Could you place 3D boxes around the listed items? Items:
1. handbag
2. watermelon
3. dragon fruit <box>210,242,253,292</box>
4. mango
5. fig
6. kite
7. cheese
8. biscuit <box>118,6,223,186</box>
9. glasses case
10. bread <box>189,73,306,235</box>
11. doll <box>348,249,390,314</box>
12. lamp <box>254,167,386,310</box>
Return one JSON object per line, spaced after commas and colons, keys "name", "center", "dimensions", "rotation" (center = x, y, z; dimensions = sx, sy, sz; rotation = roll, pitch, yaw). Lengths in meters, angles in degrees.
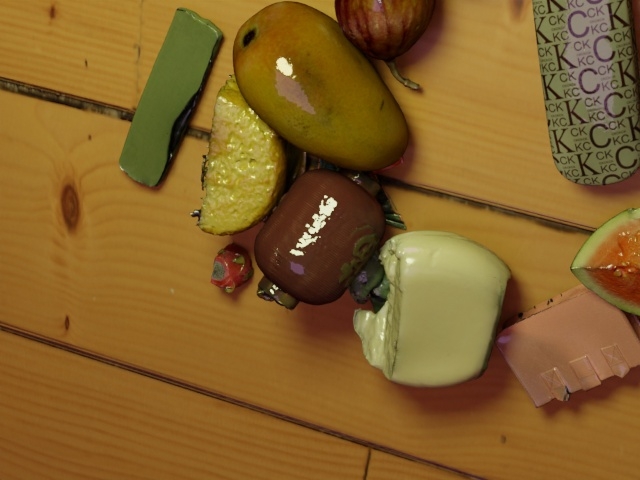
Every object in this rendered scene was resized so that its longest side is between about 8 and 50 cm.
{"name": "handbag", "center": [0.399, 0.164, 1.896], "dimensions": [0.213, 0.059, 0.157], "rotation": [-29, 96, 30]}
{"name": "watermelon", "center": [0.467, 0.033, 1.786], "dimensions": [0.145, 0.137, 0.192], "rotation": [-3, 92, 38]}
{"name": "dragon fruit", "center": [-0.151, 0.054, 2.074], "dimensions": [0.060, 0.056, 0.083], "rotation": [22, 115, 14]}
{"name": "mango", "center": [0.005, -0.223, 1.819], "dimensions": [0.317, 0.211, 0.173], "rotation": [41, 120, -10]}
{"name": "fig", "center": [0.090, -0.335, 1.777], "dimensions": [0.202, 0.148, 0.149], "rotation": [115, 143, -53]}
{"name": "kite", "center": [0.052, -0.108, 1.953], "dimensions": [0.183, 0.014, 0.241], "rotation": [-23, 100, 27]}
{"name": "cheese", "center": [0.175, 0.109, 1.895], "dimensions": [0.233, 0.127, 0.266], "rotation": [7, 116, -2]}
{"name": "biscuit", "center": [-0.252, -0.233, 2.010], "dimensions": [0.099, 0.038, 0.322], "rotation": [32, 119, 11]}
{"name": "glasses case", "center": [0.385, -0.250, 1.720], "dimensions": [0.137, 0.085, 0.354], "rotation": [-3, 109, 22]}
{"name": "bread", "center": [-0.104, -0.126, 1.929], "dimensions": [0.147, 0.160, 0.260], "rotation": [15, 109, 9]}
{"name": "doll", "center": [0.094, 0.085, 1.984], "dimensions": [0.115, 0.077, 0.150], "rotation": [-29, 109, 39]}
{"name": "lamp", "center": [0.000, 0.000, 1.895], "dimensions": [0.180, 0.180, 0.258], "rotation": [35, 91, 6]}
